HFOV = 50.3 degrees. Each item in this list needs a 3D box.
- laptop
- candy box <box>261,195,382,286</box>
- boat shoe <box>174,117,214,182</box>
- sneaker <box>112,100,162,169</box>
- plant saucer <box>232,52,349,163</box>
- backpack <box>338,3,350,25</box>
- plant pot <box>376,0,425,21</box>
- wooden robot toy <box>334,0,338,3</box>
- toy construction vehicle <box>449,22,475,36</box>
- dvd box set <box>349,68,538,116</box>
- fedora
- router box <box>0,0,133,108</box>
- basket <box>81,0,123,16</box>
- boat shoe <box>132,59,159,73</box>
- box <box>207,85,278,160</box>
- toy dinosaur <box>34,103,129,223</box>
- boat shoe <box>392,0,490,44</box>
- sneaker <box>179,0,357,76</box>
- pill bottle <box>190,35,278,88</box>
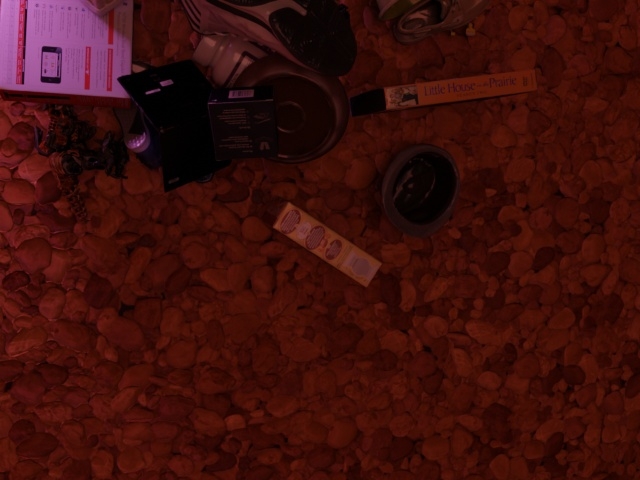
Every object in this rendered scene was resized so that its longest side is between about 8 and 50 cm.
[{"bbox_3d":[-0.357,-0.294,1.708,0.264,0.136,0.234,51,45,7],"label":"laptop"},{"bbox_3d":[0.000,0.000,1.888,0.316,0.183,0.087,34,89,-17],"label":"candy box"},{"bbox_3d":[-0.346,-0.273,1.802,0.109,0.089,0.258,-21,104,-10],"label":"boat shoe"},{"bbox_3d":[-0.458,-0.289,1.778,0.086,0.163,0.226,-21,63,9],"label":"sneaker"},{"bbox_3d":[-0.081,-0.320,1.735,0.311,0.050,0.310,0,125,1],"label":"plant saucer"},{"bbox_3d":[-0.010,-0.562,1.812,0.173,0.158,0.117,0,118,-1],"label":"backpack"},{"bbox_3d":[0.214,-0.764,1.797,0.276,0.276,0.254,-31,93,-8],"label":"plant pot"},{"bbox_3d":[-0.010,-0.704,1.839,0.173,0.076,0.079,34,49,-40],"label":"wooden robot toy"},{"bbox_3d":[0.410,-0.637,1.969,0.086,0.035,0.098,-2,91,-15],"label":"toy construction vehicle"},{"bbox_3d":[0.319,-0.395,1.843,0.420,0.307,0.062,-10,99,-12],"label":"dvd box set"},{"bbox_3d":[0.270,-0.146,1.964,0.244,0.124,0.275,32,82,-19],"label":"fedora"},{"bbox_3d":[-0.609,-0.499,1.652,0.301,0.082,0.335,2,81,-15],"label":"router box"},{"bbox_3d":[-0.506,-0.767,1.538,0.331,0.266,0.328,45,75,-3],"label":"basket"},{"bbox_3d":[-0.450,-0.440,1.774,0.125,0.038,0.046,20,94,-17],"label":"boat shoe"},{"bbox_3d":[-0.185,-0.287,1.670,0.156,0.093,0.158,-3,125,0],"label":"box"},{"bbox_3d":[-0.612,-0.217,1.739,0.218,0.164,0.322,-4,119,1],"label":"toy dinosaur"},{"bbox_3d":[0.346,-0.641,1.891,0.302,0.098,0.109,-24,91,0],"label":"boat shoe"},{"bbox_3d":[-0.137,-0.523,1.597,0.447,0.257,0.169,28,80,-27],"label":"sneaker"},{"bbox_3d":[-0.176,-0.448,1.777,0.301,0.169,0.169,29,91,-17],"label":"pill bottle"}]
